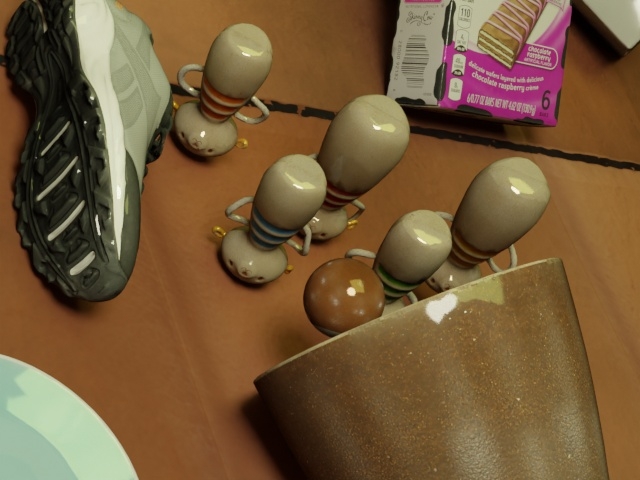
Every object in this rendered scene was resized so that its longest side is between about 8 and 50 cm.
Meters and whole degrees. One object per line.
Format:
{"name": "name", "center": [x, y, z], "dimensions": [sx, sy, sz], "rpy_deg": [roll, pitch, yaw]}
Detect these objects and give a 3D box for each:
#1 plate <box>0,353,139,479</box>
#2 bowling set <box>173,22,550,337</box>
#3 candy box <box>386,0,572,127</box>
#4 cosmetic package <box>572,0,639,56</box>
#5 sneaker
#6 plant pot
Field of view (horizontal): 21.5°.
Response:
{"name": "plate", "center": [-0.181, 0.145, 0.939], "dimensions": [0.188, 0.024, 0.188], "rpy_deg": [28, 39, -25]}
{"name": "bowling set", "center": [0.000, 0.000, 1.181], "dimensions": [0.287, 0.154, 0.200], "rpy_deg": [28, 52, -5]}
{"name": "candy box", "center": [0.148, -0.223, 1.476], "dimensions": [0.159, 0.071, 0.233], "rpy_deg": [4, 93, -42]}
{"name": "cosmetic package", "center": [0.270, -0.307, 1.735], "dimensions": [0.238, 0.107, 0.127], "rpy_deg": [45, 6, 1]}
{"name": "sneaker", "center": [-0.141, -0.073, 1.130], "dimensions": [0.108, 0.100, 0.271], "rpy_deg": [25, 40, -35]}
{"name": "plant pot", "center": [0.097, 0.158, 1.078], "dimensions": [0.215, 0.215, 0.230], "rpy_deg": [-11, 77, -50]}
